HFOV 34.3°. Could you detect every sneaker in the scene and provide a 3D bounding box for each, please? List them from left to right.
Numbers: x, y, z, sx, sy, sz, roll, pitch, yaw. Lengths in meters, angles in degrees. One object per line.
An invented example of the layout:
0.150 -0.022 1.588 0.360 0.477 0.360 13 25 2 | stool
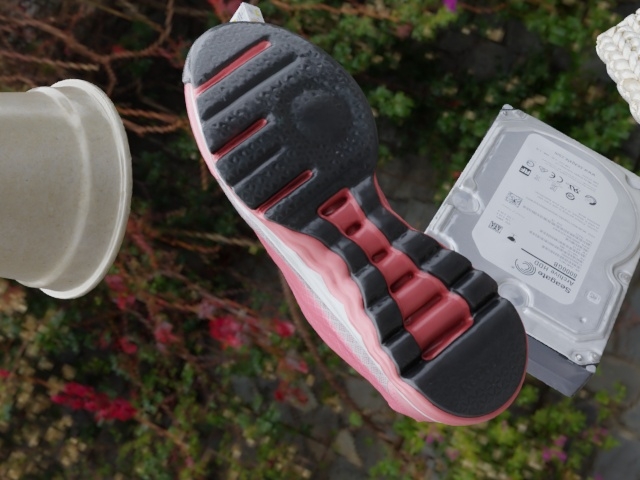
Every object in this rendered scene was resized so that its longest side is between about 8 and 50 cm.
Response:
0.000 0.001 0.701 0.116 0.314 0.136 -32 -6 -24 | sneaker

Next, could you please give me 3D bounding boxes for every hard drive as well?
0.256 -0.004 1.226 0.339 0.237 0.064 -53 -9 -41 | hard drive

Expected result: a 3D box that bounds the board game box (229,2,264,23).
-0.092 -0.199 1.262 0.026 0.154 0.103 12 -46 -36 | board game box

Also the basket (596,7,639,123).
0.524 -0.143 1.174 0.266 0.328 0.331 -35 21 19 | basket

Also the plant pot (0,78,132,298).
-0.490 -0.081 1.472 0.305 0.334 0.334 1 -66 -45 | plant pot
